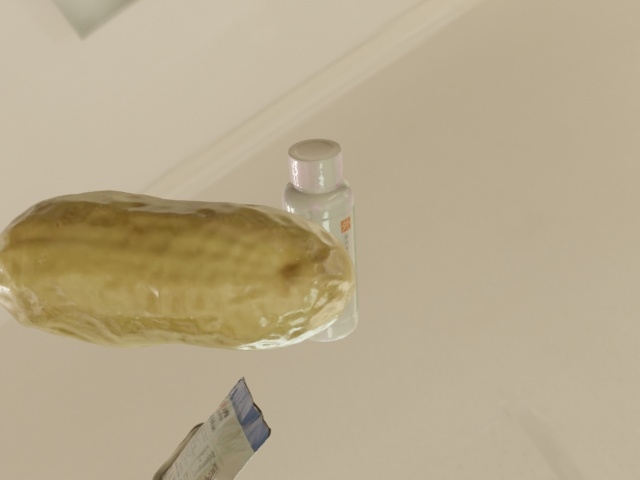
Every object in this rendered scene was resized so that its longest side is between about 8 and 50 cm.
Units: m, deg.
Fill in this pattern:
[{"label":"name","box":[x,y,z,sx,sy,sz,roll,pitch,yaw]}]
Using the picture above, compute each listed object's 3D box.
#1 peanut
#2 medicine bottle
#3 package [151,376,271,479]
[{"label":"peanut","box":[-0.124,0.025,1.114,0.319,0.147,0.147,1,-142,15]},{"label":"medicine bottle","box":[0.000,0.000,1.688,0.095,0.260,0.095,-1,-151,1]},{"label":"package","box":[-0.125,0.244,1.473,0.173,0.027,0.171,-48,-161,3]}]
